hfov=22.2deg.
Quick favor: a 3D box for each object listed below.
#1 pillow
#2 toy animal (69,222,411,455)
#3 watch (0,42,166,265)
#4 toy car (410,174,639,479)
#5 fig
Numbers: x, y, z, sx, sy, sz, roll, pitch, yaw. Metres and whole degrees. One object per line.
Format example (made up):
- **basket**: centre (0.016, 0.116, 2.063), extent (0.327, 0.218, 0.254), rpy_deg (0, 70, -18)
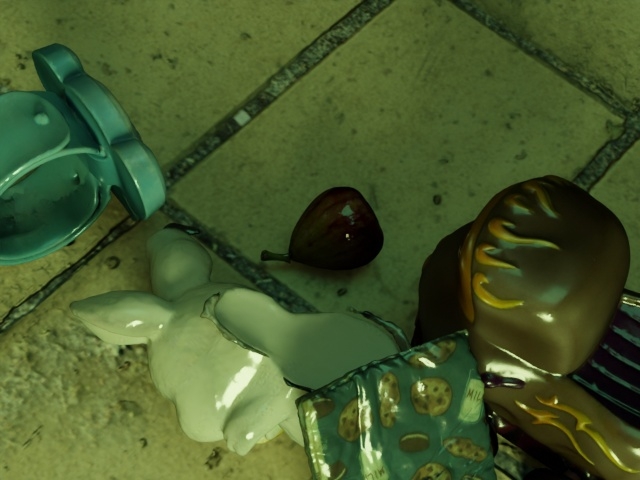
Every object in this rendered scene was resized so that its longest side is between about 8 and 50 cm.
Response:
- **pillow**: centre (0.080, 0.222, 1.451), extent (0.189, 0.034, 0.255), rpy_deg (-19, 105, -27)
- **toy animal**: centre (-0.058, 0.107, 1.516), extent (0.325, 0.154, 0.208), rpy_deg (40, 44, 7)
- **watch**: centre (-0.272, -0.063, 1.595), extent (0.193, 0.211, 0.211), rpy_deg (-31, 66, -15)
- **toy car**: centre (0.250, 0.097, 1.550), extent (0.341, 0.240, 0.271), rpy_deg (32, 55, 14)
- **fig**: centre (0.000, 0.000, 1.675), extent (0.125, 0.089, 0.089), rpy_deg (-27, 61, 1)
